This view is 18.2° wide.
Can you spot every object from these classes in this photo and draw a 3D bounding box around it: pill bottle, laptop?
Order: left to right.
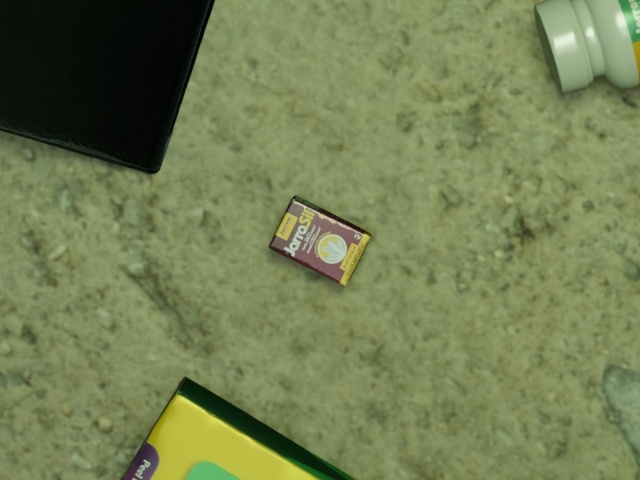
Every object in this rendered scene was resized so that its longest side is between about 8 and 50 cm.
[{"bbox_3d":[-0.318,-0.312,1.880,0.408,0.236,0.382,20,94,28],"label":"laptop"},{"bbox_3d":[0.306,-0.206,1.824,0.208,0.117,0.118,-17,93,3],"label":"pill bottle"}]

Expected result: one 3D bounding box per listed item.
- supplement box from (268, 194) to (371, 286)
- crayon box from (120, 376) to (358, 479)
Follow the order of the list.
[{"bbox_3d":[0.000,0.000,1.880,0.083,0.043,0.055,26,95,0],"label":"supplement box"},{"bbox_3d":[-0.090,0.365,1.874,0.313,0.106,0.363,32,94,-2],"label":"crayon box"}]
